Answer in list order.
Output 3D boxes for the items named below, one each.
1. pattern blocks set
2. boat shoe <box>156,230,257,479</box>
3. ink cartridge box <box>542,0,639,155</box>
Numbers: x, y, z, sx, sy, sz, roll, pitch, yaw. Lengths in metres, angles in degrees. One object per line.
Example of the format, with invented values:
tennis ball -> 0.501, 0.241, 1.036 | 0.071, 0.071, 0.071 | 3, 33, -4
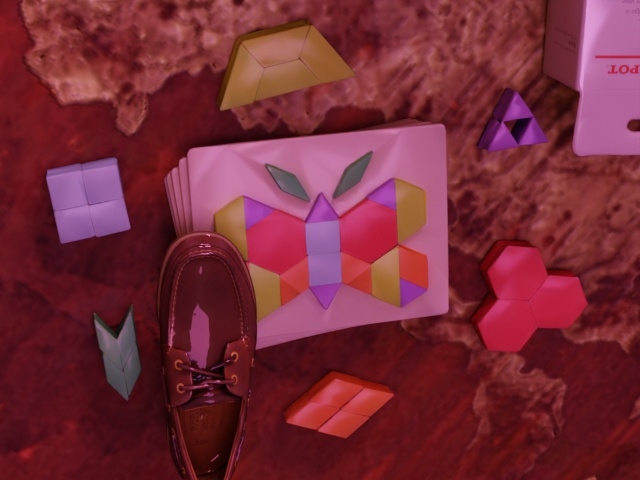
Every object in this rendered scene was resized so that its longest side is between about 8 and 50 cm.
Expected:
pattern blocks set -> 0.000, 0.000, 0.907 | 0.325, 0.026, 0.285 | -21, 113, -4
boat shoe -> -0.068, 0.081, 0.875 | 0.064, 0.060, 0.178 | -3, 117, -10
ink cartridge box -> 0.206, -0.156, 0.874 | 0.115, 0.067, 0.198 | -1, 108, -12
